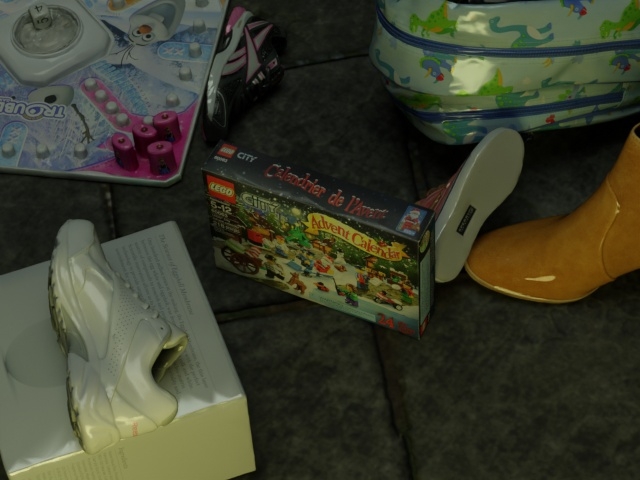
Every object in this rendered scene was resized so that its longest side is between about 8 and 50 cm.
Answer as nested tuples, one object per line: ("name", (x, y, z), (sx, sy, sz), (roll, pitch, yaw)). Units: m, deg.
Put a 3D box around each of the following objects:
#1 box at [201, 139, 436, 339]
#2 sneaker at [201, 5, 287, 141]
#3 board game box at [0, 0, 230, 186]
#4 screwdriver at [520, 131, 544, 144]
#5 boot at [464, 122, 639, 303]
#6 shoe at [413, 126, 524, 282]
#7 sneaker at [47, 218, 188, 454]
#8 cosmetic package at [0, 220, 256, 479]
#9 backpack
("box", (0.000, 0.000, 1.788), (0.233, 0.159, 0.044), (19, 56, 18))
("sneaker", (-0.080, -0.184, 1.998), (0.077, 0.072, 0.178), (15, 59, 2))
("board game box", (-0.313, -0.240, 2.066), (0.389, 0.050, 0.390), (6, 52, 8))
("screwdriver", (0.200, -0.095, 1.932), (0.170, 0.024, 0.025), (-40, 88, -28))
("boot", (0.288, -0.038, 1.766), (0.295, 0.211, 0.104), (0, 51, 4))
("shoe", (0.134, -0.042, 1.839), (0.081, 0.063, 0.178), (16, 72, 53))
("sneaker", (-0.180, 0.080, 1.619), (0.115, 0.090, 0.232), (-9, 61, -12))
("cosmetic package", (-0.202, 0.132, 1.710), (0.224, 0.138, 0.224), (-18, 53, -9))
("backpack", (0.225, -0.239, 1.907), (0.355, 0.273, 0.290), (-1, 34, -31))
